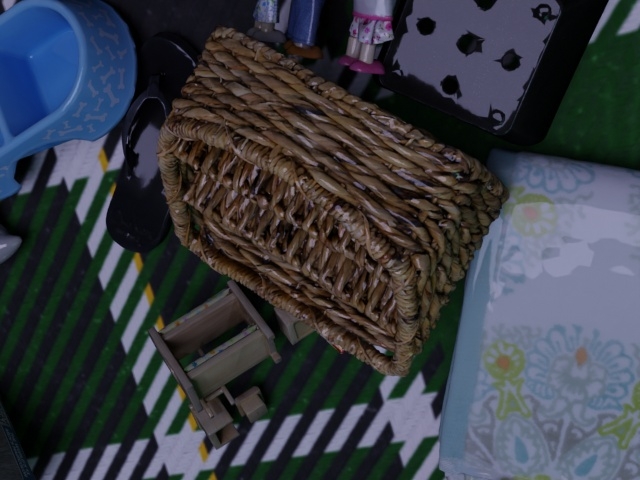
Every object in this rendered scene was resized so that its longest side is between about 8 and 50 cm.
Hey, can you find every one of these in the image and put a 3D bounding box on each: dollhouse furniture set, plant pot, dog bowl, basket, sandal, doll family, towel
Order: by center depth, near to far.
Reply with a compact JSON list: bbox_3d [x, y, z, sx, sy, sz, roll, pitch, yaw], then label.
[{"bbox_3d":[-0.013,-0.254,0.962,0.118,0.263,0.163,3,108,-23],"label":"doll family"},{"bbox_3d":[-0.014,-0.031,0.978,0.299,0.213,0.223,32,95,20],"label":"basket"},{"bbox_3d":[0.148,-0.190,0.984,0.187,0.167,0.188,25,113,9],"label":"plant pot"},{"bbox_3d":[0.295,0.110,1.079,0.320,0.090,0.375,11,110,11],"label":"towel"},{"bbox_3d":[-0.338,-0.158,1.166,0.297,0.074,0.166,-28,77,22],"label":"dog bowl"},{"bbox_3d":[-0.181,-0.100,1.173,0.097,0.054,0.255,18,111,11],"label":"sandal"},{"bbox_3d":[-0.083,0.124,1.223,0.181,0.161,0.101,-31,56,-14],"label":"dollhouse furniture set"}]

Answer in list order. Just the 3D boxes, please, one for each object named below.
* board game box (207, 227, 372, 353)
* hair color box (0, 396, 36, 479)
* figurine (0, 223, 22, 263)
[{"bbox_3d":[0.000,0.000,1.120,0.193,0.045,0.147,41,99,11],"label":"board game box"},{"bbox_3d":[-0.520,0.346,1.310,0.347,0.105,0.174,-44,55,10],"label":"hair color box"},{"bbox_3d":[-0.479,0.012,1.288,0.215,0.092,0.209,37,109,2],"label":"figurine"}]
